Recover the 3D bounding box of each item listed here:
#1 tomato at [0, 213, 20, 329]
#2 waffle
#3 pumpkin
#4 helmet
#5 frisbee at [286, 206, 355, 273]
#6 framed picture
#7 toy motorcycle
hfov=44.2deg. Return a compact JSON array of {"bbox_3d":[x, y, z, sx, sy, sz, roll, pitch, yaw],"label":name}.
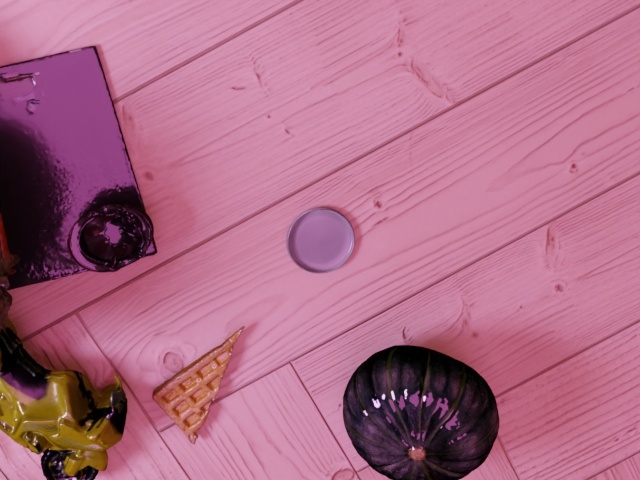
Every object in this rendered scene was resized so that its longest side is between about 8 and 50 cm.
[{"bbox_3d":[-0.543,0.055,0.963,0.321,0.321,0.321,-2,107,-8],"label":"tomato"},{"bbox_3d":[-0.167,0.236,1.284,0.191,0.032,0.125,-34,107,4],"label":"waffle"},{"bbox_3d":[0.157,0.267,1.258,0.250,0.216,0.250,4,138,3],"label":"pumpkin"},{"bbox_3d":[-0.303,-0.009,1.159,0.123,0.070,0.098,-18,103,5],"label":"helmet"},{"bbox_3d":[0.000,0.000,1.248,0.110,0.014,0.110,-3,106,-9],"label":"frisbee"},{"bbox_3d":[-0.402,-0.100,1.160,0.244,0.013,0.324,-14,108,-4],"label":"framed picture"},{"bbox_3d":[-0.424,0.233,1.190,0.206,0.142,0.342,-38,110,3],"label":"toy motorcycle"}]
